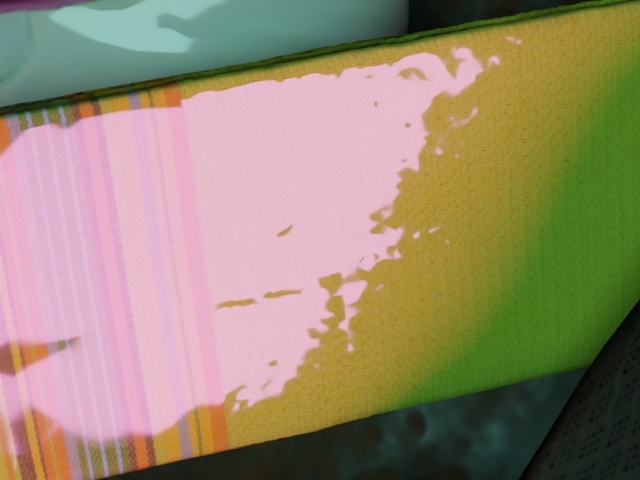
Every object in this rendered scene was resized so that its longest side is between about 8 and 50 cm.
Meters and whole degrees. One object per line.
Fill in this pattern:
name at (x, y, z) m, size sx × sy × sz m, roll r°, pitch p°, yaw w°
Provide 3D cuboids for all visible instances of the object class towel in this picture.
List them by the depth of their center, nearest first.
towel at (0.000, 0.000, 0.478) m, size 0.237 × 0.021 × 0.102 m, roll -11°, pitch 120°, yaw -11°

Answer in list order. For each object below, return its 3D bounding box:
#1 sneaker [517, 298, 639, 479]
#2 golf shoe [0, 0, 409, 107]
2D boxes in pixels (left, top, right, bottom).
sneaker at (-0.019, 0.176, 0.482) m, size 0.202 × 0.185 × 0.483 m, roll 32°, pitch 108°, yaw -28°
golf shoe at (-0.120, 0.001, 0.535) m, size 0.306 × 0.115 × 0.140 m, roll -7°, pitch 103°, yaw 14°
